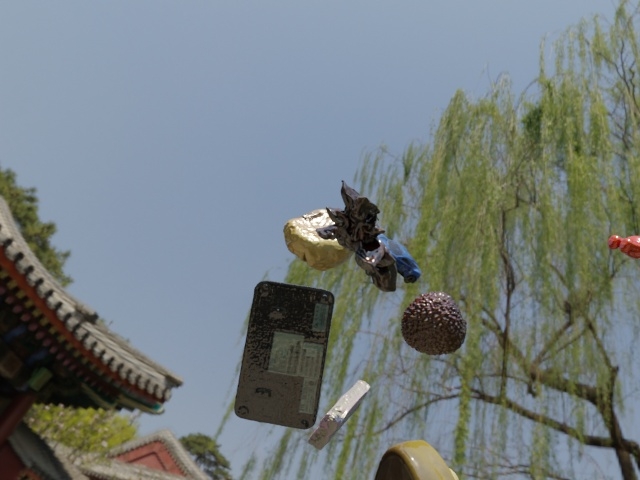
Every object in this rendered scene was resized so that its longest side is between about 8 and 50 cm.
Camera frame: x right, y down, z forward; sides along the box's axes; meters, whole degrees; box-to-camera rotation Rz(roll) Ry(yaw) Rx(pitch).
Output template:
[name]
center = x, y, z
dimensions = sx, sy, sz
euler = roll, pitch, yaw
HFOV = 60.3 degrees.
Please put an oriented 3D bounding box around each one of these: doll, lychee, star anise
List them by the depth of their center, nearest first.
[star anise]
center = 0.093, 0.001, 1.232
dimensions = 0.212, 0.129, 0.282
euler = 47, -9, 31
[doll]
center = 0.857, 0.036, 1.386
dimensions = 0.245, 0.142, 0.076
euler = 17, -81, -6
[lychee]
center = 0.306, 0.230, 1.501
dimensions = 0.188, 0.188, 0.188
euler = 12, -43, 12

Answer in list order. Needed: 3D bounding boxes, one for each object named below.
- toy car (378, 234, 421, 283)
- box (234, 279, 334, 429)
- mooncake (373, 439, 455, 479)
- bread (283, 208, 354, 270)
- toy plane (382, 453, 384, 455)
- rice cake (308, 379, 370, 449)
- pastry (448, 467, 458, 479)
[toy car]
center = 0.216, 0.045, 1.571
dimensions = 0.063, 0.103, 0.216
euler = -38, -47, 17
[box]
center = -0.088, 0.285, 1.397
dimensions = 0.211, 0.350, 0.058
euler = 8, -8, 3
[mooncake]
center = 0.201, 0.532, 1.142
dimensions = 0.117, 0.234, 0.234
euler = 3, -38, -21
[bread]
center = 0.000, 0.000, 1.715
dimensions = 0.245, 0.244, 0.134
euler = 14, -56, 11
[toy plane]
center = 0.178, 0.598, 1.398
dimensions = 0.102, 0.111, 0.040
euler = 51, -9, 15
[rice cake]
center = 0.063, 0.489, 1.573
dimensions = 0.050, 0.298, 0.106
euler = 34, -73, 17
[pastry]
center = 0.376, 0.778, 1.701
dimensions = 0.092, 0.156, 0.156
euler = -6, -50, 25
